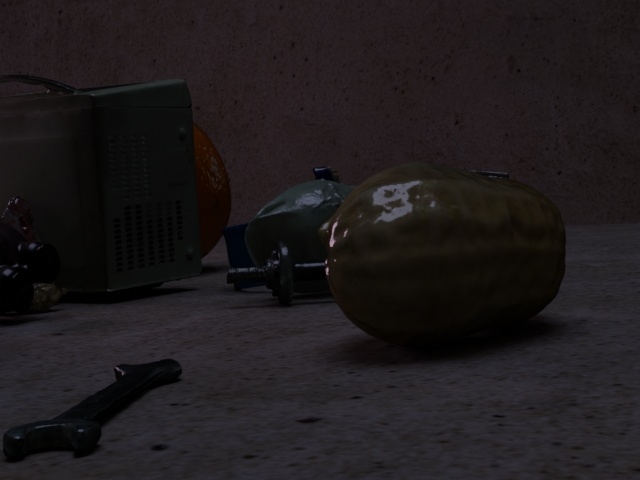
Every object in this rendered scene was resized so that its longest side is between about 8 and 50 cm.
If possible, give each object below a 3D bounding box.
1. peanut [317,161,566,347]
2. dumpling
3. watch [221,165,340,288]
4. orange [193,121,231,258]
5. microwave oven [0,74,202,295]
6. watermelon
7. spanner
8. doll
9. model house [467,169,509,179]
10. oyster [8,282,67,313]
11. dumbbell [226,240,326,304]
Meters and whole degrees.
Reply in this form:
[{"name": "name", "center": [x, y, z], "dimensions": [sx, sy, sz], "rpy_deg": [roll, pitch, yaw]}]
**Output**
[{"name": "peanut", "center": [0.125, 0.015, 0.942], "dimensions": [0.340, 0.158, 0.174], "rpy_deg": [1, -30, -45]}, {"name": "dumpling", "center": [0.004, -0.007, 1.381], "dimensions": [0.219, 0.153, 0.108], "rpy_deg": [-17, -2, -25]}, {"name": "watch", "center": [-0.044, -0.001, 1.551], "dimensions": [0.200, 0.171, 0.196], "rpy_deg": [-14, -8, -8]}, {"name": "orange", "center": [-0.377, -0.097, 1.963], "dimensions": [0.423, 0.326, 0.424], "rpy_deg": [0, 2, 0]}, {"name": "microwave oven", "center": [-0.398, -0.083, 1.588], "dimensions": [0.394, 0.333, 0.247], "rpy_deg": [0, 7, 31]}, {"name": "watermelon", "center": [-0.420, 0.033, 1.418], "dimensions": [0.121, 0.158, 0.098], "rpy_deg": [29, 17, 26]}, {"name": "spanner", "center": [-0.139, 0.104, 0.677], "dimensions": [0.054, 0.015, 0.254], "rpy_deg": [-4, 2, 6]}, {"name": "doll", "center": [-0.451, 0.033, 1.284], "dimensions": [0.257, 0.117, 0.182], "rpy_deg": [-1, 32, 27]}, {"name": "model house", "center": [0.304, -0.052, 2.105], "dimensions": [0.229, 0.188, 0.122], "rpy_deg": [-2, -13, 12]}, {"name": "oyster", "center": [-0.380, 0.085, 1.343], "dimensions": [0.083, 0.038, 0.080], "rpy_deg": [-29, -18, 22]}, {"name": "dumbbell", "center": [0.009, 0.037, 1.298], "dimensions": [0.254, 0.082, 0.081], "rpy_deg": [-3, 3, -9]}]
